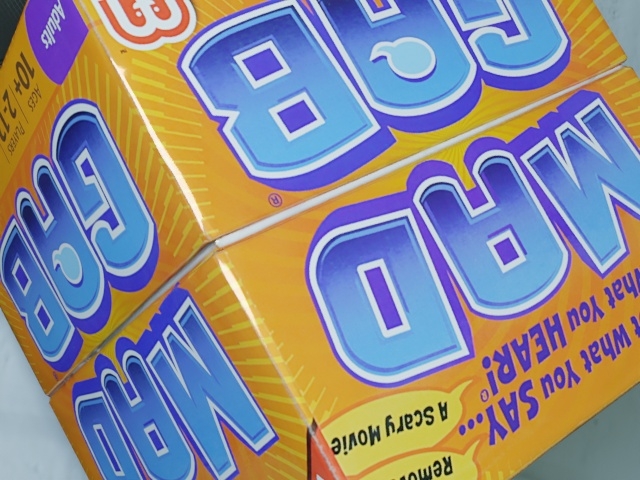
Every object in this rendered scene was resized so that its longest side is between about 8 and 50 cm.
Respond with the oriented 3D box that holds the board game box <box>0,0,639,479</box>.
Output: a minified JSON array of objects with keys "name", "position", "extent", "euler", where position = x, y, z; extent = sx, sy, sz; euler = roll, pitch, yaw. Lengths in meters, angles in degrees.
[{"name":"board game box","position":[0.000,0.000,0.738],"extent":[0.356,0.356,0.356],"euler":[-26,83,-34]}]

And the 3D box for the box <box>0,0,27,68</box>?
[{"name":"box","position":[-0.242,-0.293,0.791],"extent":[0.257,0.079,0.322],"euler":[-13,105,-38]}]
